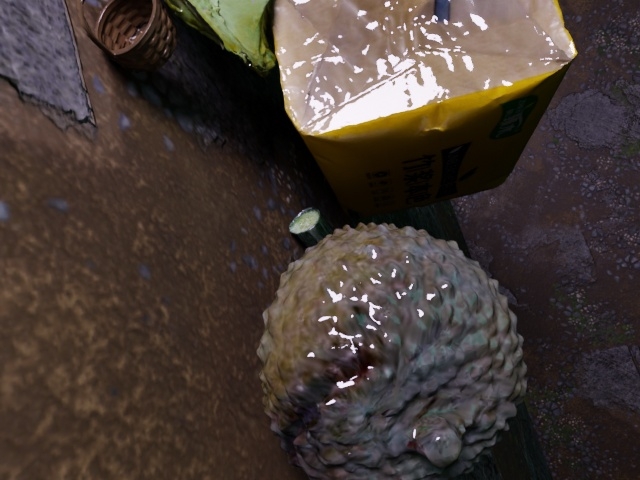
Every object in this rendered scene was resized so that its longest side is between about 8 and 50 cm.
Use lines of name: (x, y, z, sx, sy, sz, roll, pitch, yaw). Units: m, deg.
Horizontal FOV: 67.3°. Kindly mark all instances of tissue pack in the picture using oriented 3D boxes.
tissue pack: (0.127, -0.189, 0.662, 0.382, 0.293, 0.228, 48, 31, -74)

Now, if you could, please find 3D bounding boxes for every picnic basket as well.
picnic basket: (-0.167, -0.188, 0.401, 0.083, 0.072, 0.072, 38, 36, -67)

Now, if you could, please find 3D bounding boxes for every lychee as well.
lychee: (0.057, 0.106, 0.463, 0.255, 0.255, 0.274, 55, -5, -31)

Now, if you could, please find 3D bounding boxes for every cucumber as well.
cucumber: (0.000, 0.000, 0.653, 0.105, 0.048, 0.048, 51, 28, -47)

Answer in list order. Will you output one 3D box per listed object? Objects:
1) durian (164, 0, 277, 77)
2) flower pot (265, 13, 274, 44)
durian: (-0.137, -0.334, 0.424, 0.394, 0.163, 0.198, 63, 2, -19)
flower pot: (-0.064, -0.390, 0.630, 0.189, 0.239, 0.209, -5, 104, -67)
